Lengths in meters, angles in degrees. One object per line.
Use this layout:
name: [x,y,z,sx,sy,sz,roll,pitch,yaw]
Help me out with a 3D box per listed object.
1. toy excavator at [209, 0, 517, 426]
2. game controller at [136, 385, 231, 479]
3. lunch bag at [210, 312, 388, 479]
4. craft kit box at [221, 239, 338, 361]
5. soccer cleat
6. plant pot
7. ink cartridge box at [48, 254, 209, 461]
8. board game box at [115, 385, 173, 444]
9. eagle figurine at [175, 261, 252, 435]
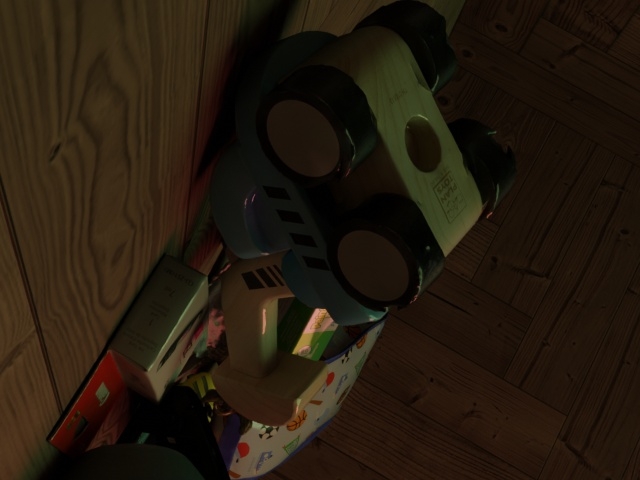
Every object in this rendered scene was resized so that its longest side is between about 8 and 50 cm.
toy excavator: [-0.014,-0.001,1.294,0.445,0.433,0.222,-11,-155,43]
game controller: [-0.186,0.282,1.614,0.067,0.166,0.319,-29,-177,-18]
lunch bag: [-0.083,0.278,2.372,0.385,0.239,0.328,-39,156,-53]
craft kit box: [-0.030,-0.001,1.524,0.250,0.061,0.247,-62,-143,36]
soccer cleat: [-0.224,0.324,1.991,0.289,0.121,0.093,-53,149,-59]
plant pot: [-0.229,0.358,1.408,0.290,0.290,0.195,114,-23,-58]
ink cartridge box: [-0.216,0.159,1.383,0.239,0.060,0.275,-60,177,-16]
board game box: [-0.287,0.304,1.813,0.186,0.026,0.126,-59,176,-21]
eagle figurine: [-0.116,0.122,1.845,0.226,0.225,0.298,16,-70,54]
